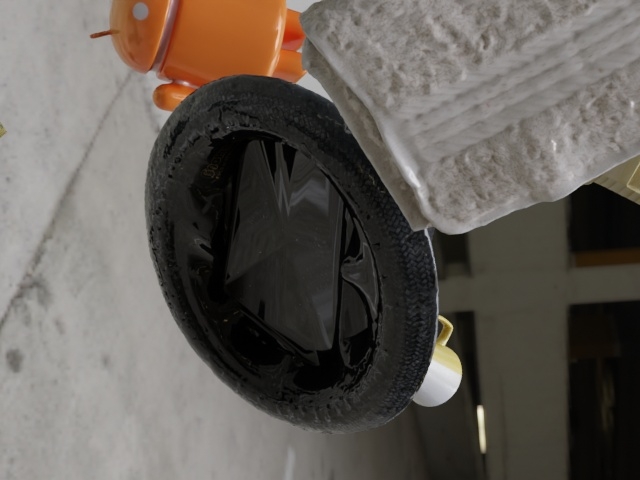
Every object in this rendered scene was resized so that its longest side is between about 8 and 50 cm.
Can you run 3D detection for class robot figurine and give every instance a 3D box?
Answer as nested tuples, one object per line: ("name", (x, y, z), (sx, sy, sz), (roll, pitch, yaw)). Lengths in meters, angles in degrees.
("robot figurine", (-0.118, -0.214, 1.039), (0.128, 0.219, 0.158), (-106, -147, -58))

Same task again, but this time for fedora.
("fedora", (0.000, 0.000, 0.878), (0.152, 0.334, 0.334), (-35, 127, -42))

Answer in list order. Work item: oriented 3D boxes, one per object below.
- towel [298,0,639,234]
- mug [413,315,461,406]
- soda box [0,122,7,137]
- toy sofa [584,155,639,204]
("towel", (0.142, -0.126, 0.629), (0.187, 0.282, 0.049), (54, 18, -24))
("mug", (0.093, 0.113, 0.981), (0.064, 0.062, 0.078), (35, 46, -46))
("soda box", (-0.380, -0.080, 0.933), (0.061, 0.181, 0.058), (58, 30, -22))
("toy sofa", (0.449, -0.241, 1.352), (0.150, 0.177, 0.362), (-50, 165, -58))
